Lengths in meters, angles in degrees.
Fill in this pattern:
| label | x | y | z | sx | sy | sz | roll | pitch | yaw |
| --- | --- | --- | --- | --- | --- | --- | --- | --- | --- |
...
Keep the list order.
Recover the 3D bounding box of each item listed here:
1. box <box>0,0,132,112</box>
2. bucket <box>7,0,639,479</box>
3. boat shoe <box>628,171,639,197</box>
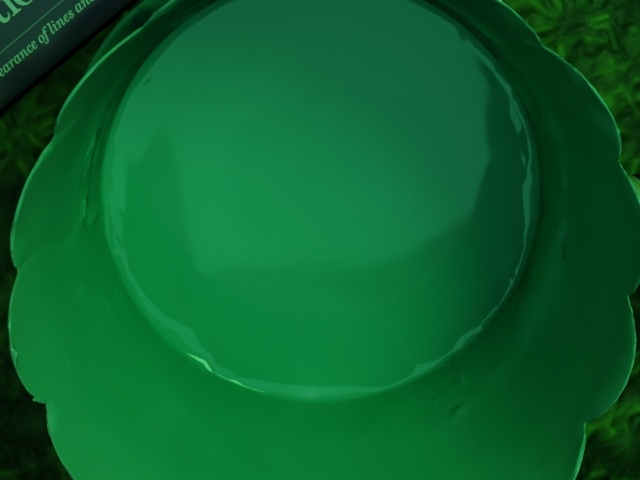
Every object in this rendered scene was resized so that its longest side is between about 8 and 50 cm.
| label | x | y | z | sx | sy | sz | roll | pitch | yaw |
| --- | --- | --- | --- | --- | --- | --- | --- | --- | --- |
| box | -0.141 | -0.183 | 0.624 | 0.261 | 0.103 | 0.184 | -38 | 100 | 8 |
| bucket | 0.000 | 0.000 | 0.633 | 0.281 | 0.183 | 0.281 | 0 | 104 | -1 |
| boat shoe | 0.199 | 0.024 | 0.714 | 0.049 | 0.056 | 0.152 | -27 | 114 | 1 |
